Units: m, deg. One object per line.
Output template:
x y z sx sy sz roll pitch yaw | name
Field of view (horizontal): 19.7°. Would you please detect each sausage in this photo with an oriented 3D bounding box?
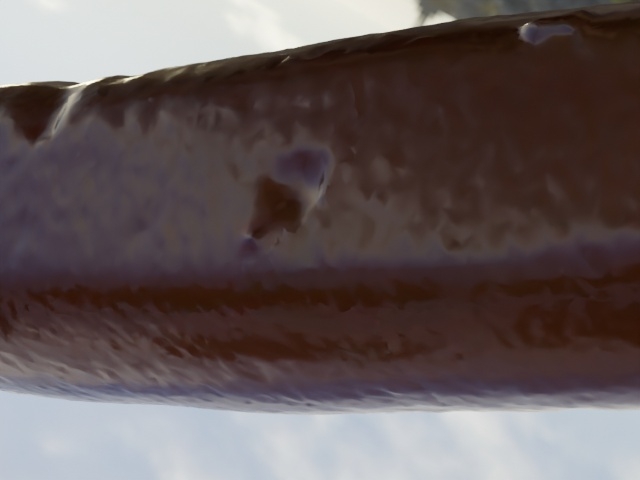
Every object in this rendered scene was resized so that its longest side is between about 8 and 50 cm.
-0.001 0.000 0.471 0.348 0.094 0.097 -5 149 35 | sausage
